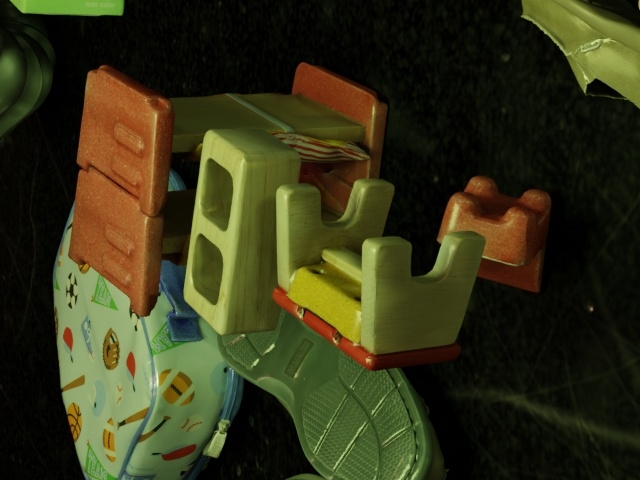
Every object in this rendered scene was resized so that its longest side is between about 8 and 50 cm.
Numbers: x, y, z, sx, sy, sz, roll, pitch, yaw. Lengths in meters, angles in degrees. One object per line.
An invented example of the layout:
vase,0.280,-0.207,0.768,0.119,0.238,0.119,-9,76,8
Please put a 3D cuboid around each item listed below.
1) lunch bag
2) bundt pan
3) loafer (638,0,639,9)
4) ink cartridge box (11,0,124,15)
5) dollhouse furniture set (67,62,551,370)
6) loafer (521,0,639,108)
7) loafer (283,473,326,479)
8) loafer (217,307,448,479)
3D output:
lunch bag,-0.169,0.089,1.302,0.243,0.115,0.303,-60,41,42
bundt pan,-0.433,-0.272,1.608,0.124,0.331,0.331,-29,58,12
loafer,0.191,-0.169,0.679,0.045,0.039,0.125,37,124,56
ink cartridge box,-0.279,-0.438,1.446,0.207,0.119,0.353,43,130,54
dollhouse furniture set,0.000,0.000,0.899,0.374,0.201,0.152,33,121,49
loafer,0.154,-0.104,0.735,0.148,0.056,0.050,45,124,52
loafer,-0.021,0.232,1.058,0.251,0.087,0.094,-24,71,60
loafer,0.020,0.115,1.007,0.096,0.084,0.267,-55,40,3
